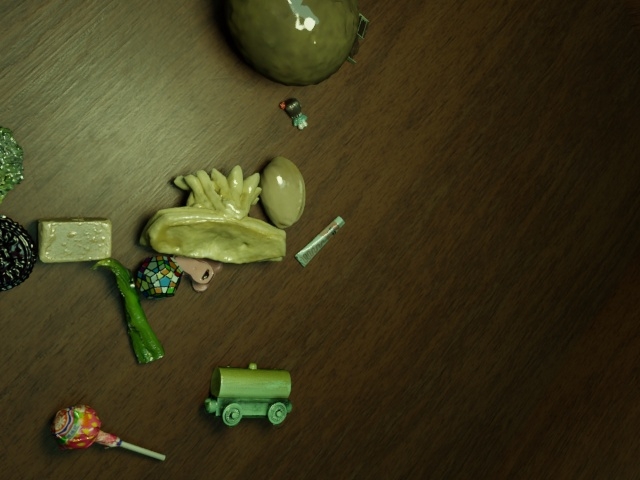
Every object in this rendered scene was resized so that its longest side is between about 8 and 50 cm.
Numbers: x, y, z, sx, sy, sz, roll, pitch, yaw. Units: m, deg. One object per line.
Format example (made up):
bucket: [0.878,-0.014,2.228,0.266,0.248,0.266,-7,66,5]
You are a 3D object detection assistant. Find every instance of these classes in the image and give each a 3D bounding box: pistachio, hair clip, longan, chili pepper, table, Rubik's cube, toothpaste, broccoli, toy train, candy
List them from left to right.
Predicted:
broccoli: [-0.831,-0.161,1.279,0.274,0.177,0.199,-17,110,-6]
candy: [-0.591,0.570,1.573,0.365,0.124,0.124,38,79,-37]
chili pepper: [-0.533,0.194,1.541,0.084,0.076,0.359,-16,117,-3]
Rubik's cube: [-0.455,0.105,1.560,0.133,0.112,0.133,-6,102,-28]
hair clip: [-0.376,0.082,1.652,0.138,0.102,0.123,26,82,1]
toy train: [-0.217,0.494,1.762,0.307,0.126,0.190,11,93,-31]
pistachio: [-0.123,-0.148,1.702,0.126,0.152,0.223,-51,141,-65]
longan: [-0.070,-0.622,1.507,0.390,0.391,0.392,-6,102,-30]
toothpaste: [0.000,0.000,1.859,0.205,0.036,0.056,-45,119,-12]
table: [0.067,-0.670,1.757,0.175,0.062,0.146,16,90,-53]

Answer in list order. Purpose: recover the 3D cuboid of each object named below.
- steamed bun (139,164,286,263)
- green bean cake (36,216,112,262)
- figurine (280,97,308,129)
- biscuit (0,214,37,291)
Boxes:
steamed bun: [-0.291,-0.078,1.593,0.427,0.189,0.247,4,139,-25]
green bean cake: [-0.644,-0.004,1.444,0.179,0.085,0.109,-3,103,-30]
figurine: [-0.080,-0.398,1.736,0.059,0.047,0.106,-23,123,13]
biscuit: [-0.803,0.033,1.356,0.194,0.053,0.195,-3,100,-18]
